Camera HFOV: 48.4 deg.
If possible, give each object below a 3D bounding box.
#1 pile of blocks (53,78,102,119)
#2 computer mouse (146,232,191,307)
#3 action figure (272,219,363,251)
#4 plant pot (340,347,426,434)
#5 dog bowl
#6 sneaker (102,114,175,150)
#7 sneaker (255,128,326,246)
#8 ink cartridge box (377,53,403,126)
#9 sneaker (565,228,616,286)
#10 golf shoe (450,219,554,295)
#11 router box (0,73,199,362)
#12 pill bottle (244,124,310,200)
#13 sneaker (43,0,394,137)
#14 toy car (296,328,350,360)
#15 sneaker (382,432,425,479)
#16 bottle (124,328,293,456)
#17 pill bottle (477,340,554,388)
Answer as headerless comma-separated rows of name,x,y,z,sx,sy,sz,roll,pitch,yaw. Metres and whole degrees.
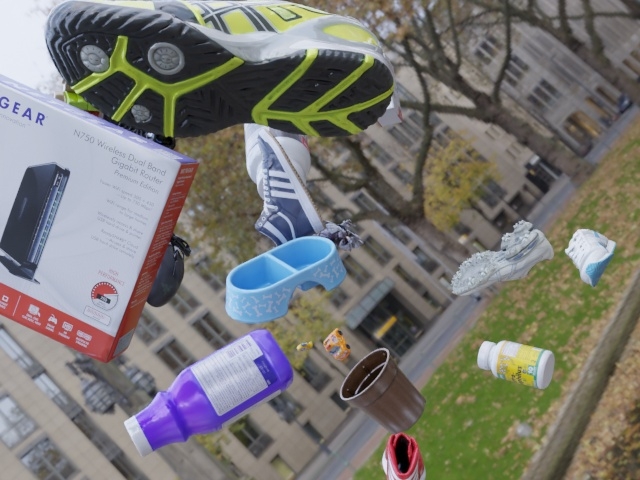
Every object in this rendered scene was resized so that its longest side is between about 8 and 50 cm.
pile of blocks,-0.478,-0.366,1.582,0.149,0.113,0.362,23,-65,-42
computer mouse,-0.481,0.079,2.229,0.072,0.188,0.272,-17,49,33
action figure,0.000,0.000,2.010,0.285,0.185,0.099,-29,-57,-40
plant pot,0.163,0.386,1.782,0.167,0.165,0.167,-42,12,11
dog bowl,-0.080,0.079,1.589,0.297,0.166,0.074,-27,-57,-28
sneaker,-0.502,-0.319,1.999,0.121,0.216,0.079,20,88,59
sneaker,-0.117,-0.117,1.713,0.153,0.282,0.099,-29,1,2
ink cartridge box,0.142,-0.342,1.631,0.056,0.135,0.099,-12,-14,17
sneaker,0.581,0.034,1.552,0.228,0.092,0.087,-26,-37,-65
golf shoe,0.293,0.049,1.144,0.176,0.086,0.069,-38,31,33
router box,-0.381,-0.037,0.997,0.082,0.335,0.301,-42,-25,-79
pill bottle,-0.119,-0.250,1.976,0.176,0.176,0.319,-53,31,36
sneaker,-0.113,-0.210,0.824,0.147,0.384,0.145,-96,18,-44
toy car,0.002,0.211,1.360,0.040,0.060,0.122,2,-24,-44
sneaker,0.160,0.392,1.314,0.221,0.087,0.128,-83,-3,-71
bottle,-0.187,0.262,1.203,0.282,0.118,0.092,-29,-24,-18
pill bottle,0.594,0.372,2.175,0.117,0.208,0.118,-20,-65,-52
